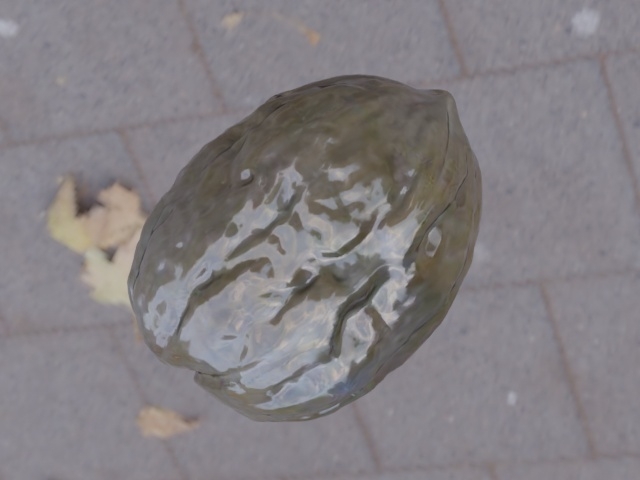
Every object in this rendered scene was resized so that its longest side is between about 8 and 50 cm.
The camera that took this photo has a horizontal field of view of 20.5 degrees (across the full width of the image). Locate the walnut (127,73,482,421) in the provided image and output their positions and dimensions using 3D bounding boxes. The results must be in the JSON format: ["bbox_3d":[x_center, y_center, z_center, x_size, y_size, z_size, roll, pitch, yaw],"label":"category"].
[{"bbox_3d":[0.000,0.000,1.038,0.178,0.178,0.230,42,91,-15],"label":"walnut"}]
